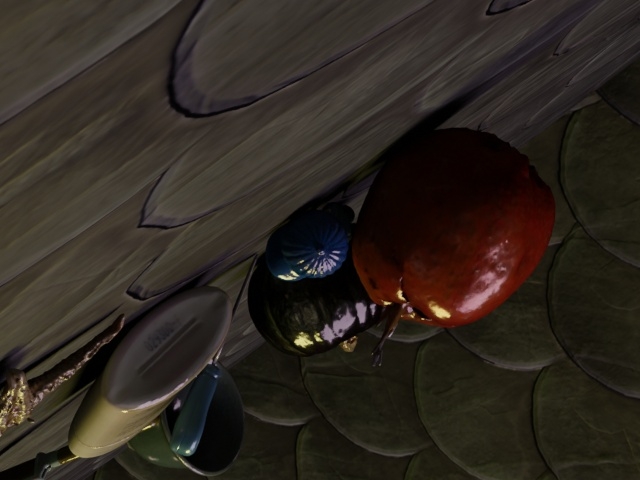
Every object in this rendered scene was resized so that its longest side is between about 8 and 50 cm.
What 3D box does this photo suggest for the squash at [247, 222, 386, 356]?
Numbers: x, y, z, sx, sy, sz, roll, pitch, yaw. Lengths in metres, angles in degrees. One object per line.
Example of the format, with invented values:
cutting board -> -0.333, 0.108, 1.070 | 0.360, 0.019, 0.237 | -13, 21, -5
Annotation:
squash -> 0.006, 0.059, 1.791 | 0.193, 0.155, 0.193 | -11, 171, -2

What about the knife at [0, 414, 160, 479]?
knife -> -0.352, 0.281, 1.835 | 0.343, 0.027, 0.061 | -23, -162, 16

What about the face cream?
face cream -> -0.197, 0.153, 1.643 | 0.173, 0.081, 0.348 | -44, 179, -22

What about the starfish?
starfish -> -0.281, 0.155, 1.256 | 0.295, 0.048, 0.231 | -36, 176, -10

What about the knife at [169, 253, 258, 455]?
knife -> -0.111, 0.122, 1.632 | 0.058, 0.032, 0.244 | 109, 2, -75

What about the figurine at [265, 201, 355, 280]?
figurine -> 0.000, 0.000, 1.618 | 0.149, 0.087, 0.086 | -28, 133, -67

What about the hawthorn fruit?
hawthorn fruit -> 0.130, 0.009, 1.640 | 0.299, 0.211, 0.211 | -58, 178, -6

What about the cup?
cup -> -0.239, 0.287, 2.353 | 0.150, 0.199, 0.199 | -17, -173, 33
